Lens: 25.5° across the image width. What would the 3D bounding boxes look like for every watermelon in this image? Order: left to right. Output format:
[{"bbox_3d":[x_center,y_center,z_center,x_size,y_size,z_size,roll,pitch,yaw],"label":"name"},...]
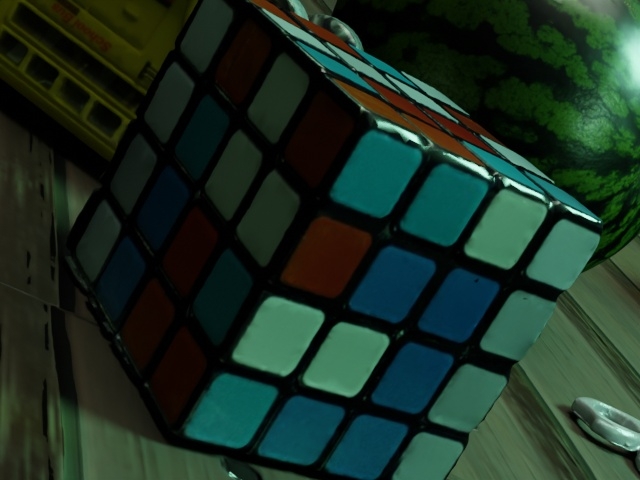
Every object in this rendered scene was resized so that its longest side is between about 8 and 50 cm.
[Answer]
[{"bbox_3d":[0.134,-0.107,1.032,0.285,0.285,0.285,29,14,-8],"label":"watermelon"}]

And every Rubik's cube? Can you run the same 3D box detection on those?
[{"bbox_3d":[0.000,0.000,0.632,0.151,0.154,0.155,21,18,-38],"label":"Rubik's cube"}]

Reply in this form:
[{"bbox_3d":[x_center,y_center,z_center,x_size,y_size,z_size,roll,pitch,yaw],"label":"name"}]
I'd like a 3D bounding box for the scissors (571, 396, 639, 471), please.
[{"bbox_3d":[0.228,0.133,0.941,0.100,0.015,0.189,39,14,22],"label":"scissors"}]

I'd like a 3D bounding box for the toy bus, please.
[{"bbox_3d":[-0.127,-0.138,0.853,0.330,0.152,0.144,37,10,14],"label":"toy bus"}]
